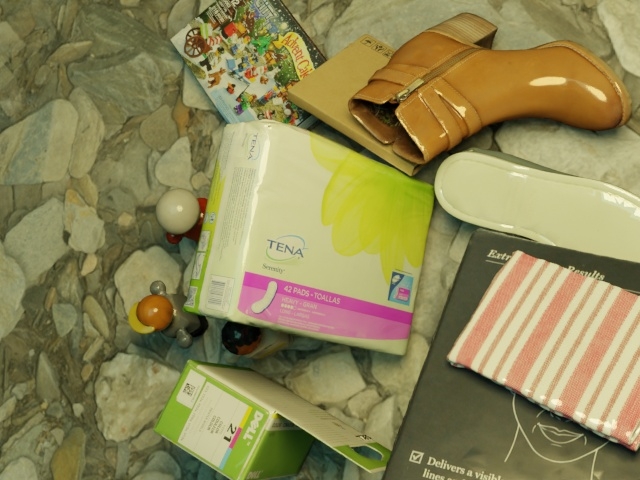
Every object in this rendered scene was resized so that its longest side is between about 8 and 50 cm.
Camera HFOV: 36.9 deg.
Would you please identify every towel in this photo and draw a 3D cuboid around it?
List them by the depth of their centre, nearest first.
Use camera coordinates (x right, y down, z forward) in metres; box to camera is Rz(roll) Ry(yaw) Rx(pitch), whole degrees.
[{"bbox_3d":[0.235,0.099,0.905,0.197,0.029,0.144,24,62,30],"label":"towel"}]

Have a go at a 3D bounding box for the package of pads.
[{"bbox_3d":[0.000,0.000,1.122,0.101,0.296,0.229,4,81,47],"label":"package of pads"}]

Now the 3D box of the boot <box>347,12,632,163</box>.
[{"bbox_3d":[0.193,-0.162,1.123,0.283,0.109,0.220,35,57,26],"label":"boot"}]

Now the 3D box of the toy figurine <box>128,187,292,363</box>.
[{"bbox_3d":[-0.124,0.047,1.236,0.213,0.148,0.209,15,86,21],"label":"toy figurine"}]

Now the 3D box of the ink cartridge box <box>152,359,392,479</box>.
[{"bbox_3d":[-0.041,0.246,1.148,0.255,0.189,0.097,27,90,22],"label":"ink cartridge box"}]

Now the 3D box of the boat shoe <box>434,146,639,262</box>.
[{"bbox_3d":[0.293,-0.029,1.119,0.319,0.099,0.116,24,110,24],"label":"boat shoe"}]

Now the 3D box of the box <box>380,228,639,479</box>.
[{"bbox_3d":[0.244,0.224,0.959,0.293,0.212,0.395,12,59,22],"label":"box"}]

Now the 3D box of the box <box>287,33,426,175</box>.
[{"bbox_3d":[0.084,-0.177,1.216,0.201,0.021,0.164,35,55,22],"label":"box"}]

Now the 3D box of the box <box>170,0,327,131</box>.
[{"bbox_3d":[-0.084,-0.240,1.327,0.159,0.044,0.233,-39,70,10],"label":"box"}]
